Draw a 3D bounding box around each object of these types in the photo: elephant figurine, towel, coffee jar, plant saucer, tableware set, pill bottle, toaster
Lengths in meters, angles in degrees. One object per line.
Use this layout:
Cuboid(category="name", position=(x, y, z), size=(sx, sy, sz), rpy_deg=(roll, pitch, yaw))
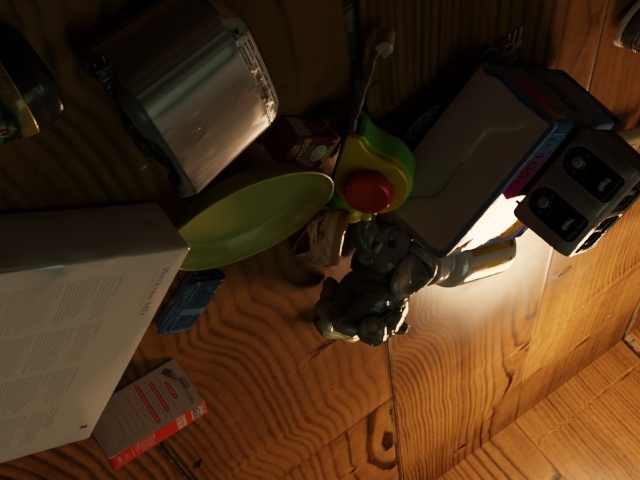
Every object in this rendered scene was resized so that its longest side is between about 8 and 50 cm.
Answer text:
Cuboid(category="elephant figurine", position=(0.105, 0.042, 1.572), size=(0.186, 0.169, 0.239), rpy_deg=(-48, 163, -76))
Cuboid(category="towel", position=(-0.188, 0.090, 1.389), size=(0.067, 0.029, 0.119), rpy_deg=(-1, 134, -52))
Cuboid(category="coffee jar", position=(-0.324, -0.111, 0.841), size=(0.184, 0.096, 0.079), rpy_deg=(-33, 155, -16))
Cuboid(category="plant saucer", position=(-0.098, -0.036, 1.255), size=(0.241, 0.037, 0.241), rpy_deg=(-25, 163, -8))
Cuboid(category="tableware set", position=(0.269, -0.251, 1.459), size=(0.104, 0.024, 0.154), rpy_deg=(-31, 152, -17))
Cuboid(category="pill bottle", position=(0.254, 0.022, 1.747), size=(0.208, 0.117, 0.117), rpy_deg=(-13, 143, -42))
Cuboid(category="toaster", position=(0.392, -0.073, 1.406), size=(0.168, 0.110, 0.186), rpy_deg=(-52, 160, 24))
Cuboid(category="toaster", position=(-0.140, -0.159, 0.973), size=(0.146, 0.129, 0.227), rpy_deg=(-40, 151, -9))

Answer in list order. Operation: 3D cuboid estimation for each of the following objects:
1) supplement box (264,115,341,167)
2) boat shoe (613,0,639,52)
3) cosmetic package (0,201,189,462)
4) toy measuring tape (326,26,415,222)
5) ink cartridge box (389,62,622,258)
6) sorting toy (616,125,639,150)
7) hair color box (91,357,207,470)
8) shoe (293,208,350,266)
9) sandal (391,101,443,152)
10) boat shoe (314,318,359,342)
Cuboid(category="supplement box", position=(-0.023, -0.129, 1.252), size=(0.083, 0.043, 0.055), rpy_deg=(-5, 138, -48))
Cuboid(category="boat shoe", position=(0.643, -0.397, 1.628), size=(0.324, 0.096, 0.116), rpy_deg=(-29, 151, -21))
Cuboid(category="cosmetic package", position=(-0.358, 0.127, 1.156), size=(0.284, 0.097, 0.377), rpy_deg=(-5, 137, -46))
Cuboid(category="toy measuring tape", position=(0.089, -0.136, 1.296), size=(0.121, 0.121, 0.330), rpy_deg=(-22, 148, -31))
Cuboid(category="ink cartridge box", position=(0.304, -0.131, 1.508), size=(0.270, 0.151, 0.395), rpy_deg=(-52, 161, 27))
Cuboid(category="sorting toy", position=(0.564, -0.147, 1.966), size=(0.348, 0.047, 0.196), rpy_deg=(-16, 140, -39))
Cuboid(category="hair color box", position=(-0.272, 0.268, 1.480), size=(0.167, 0.093, 0.053), rpy_deg=(-30, 152, -17))
Cuboid(category="shoe", position=(0.000, 0.000, 1.386), size=(0.219, 0.058, 0.076), rpy_deg=(124, -22, -77))
Cuboid(category="sandal", position=(0.125, -0.149, 1.422), size=(0.067, 0.040, 0.179), rpy_deg=(-17, 156, -30))
Cuboid(category="boat shoe", position=(0.046, 0.157, 1.760), size=(0.045, 0.050, 0.135), rpy_deg=(-45, 153, 22))
